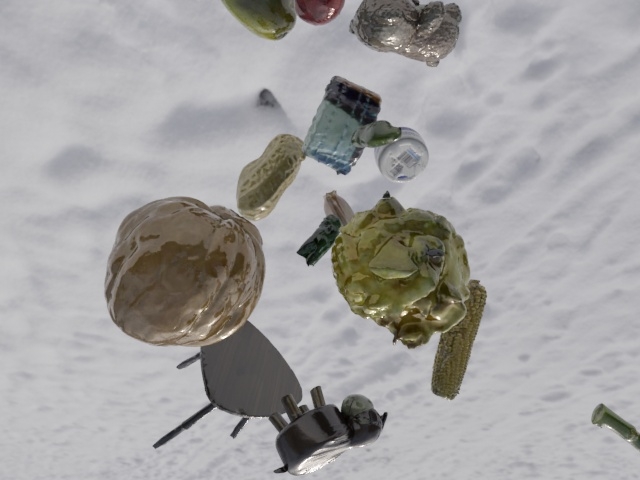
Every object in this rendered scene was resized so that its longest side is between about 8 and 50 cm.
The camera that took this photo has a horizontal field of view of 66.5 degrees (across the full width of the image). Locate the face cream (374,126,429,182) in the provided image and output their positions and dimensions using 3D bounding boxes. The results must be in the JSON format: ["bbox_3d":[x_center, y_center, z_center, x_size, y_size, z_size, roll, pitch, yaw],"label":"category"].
[{"bbox_3d":[0.317,-0.330,1.912,0.206,0.111,0.205,-3,129,-4],"label":"face cream"}]

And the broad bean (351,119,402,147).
[{"bbox_3d":[0.097,-0.199,0.923,0.061,0.195,0.046,-23,102,-4],"label":"broad bean"}]

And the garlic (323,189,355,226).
[{"bbox_3d":[0.099,-0.070,1.936,0.266,0.148,0.128,52,127,6],"label":"garlic"}]

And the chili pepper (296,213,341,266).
[{"bbox_3d":[0.000,-0.001,1.779,0.098,0.224,0.061,29,154,16],"label":"chili pepper"}]

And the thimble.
[{"bbox_3d":[0.049,-0.290,1.252,0.150,0.237,0.237,23,134,-8],"label":"thimble"}]

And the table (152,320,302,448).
[{"bbox_3d":[-0.241,0.388,1.224,0.317,0.317,0.249,35,114,-29],"label":"table"}]

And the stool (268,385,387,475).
[{"bbox_3d":[0.009,0.316,0.836,0.217,0.121,0.125,-21,143,-14],"label":"stool"}]

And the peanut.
[{"bbox_3d":[-0.155,-0.202,1.499,0.152,0.313,0.152,33,168,8],"label":"peanut"}]

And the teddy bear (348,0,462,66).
[{"bbox_3d":[0.205,-0.516,1.176,0.267,0.236,0.151,7,96,-27],"label":"teddy bear"}]

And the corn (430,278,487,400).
[{"bbox_3d":[0.323,0.229,1.152,0.087,0.288,0.086,17,175,1],"label":"corn"}]

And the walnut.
[{"bbox_3d":[-0.243,0.057,0.878,0.285,0.296,0.285,0,93,2],"label":"walnut"}]

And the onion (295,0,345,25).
[{"bbox_3d":[-0.019,-0.864,1.685,0.161,0.248,0.248,-34,142,-23],"label":"onion"}]

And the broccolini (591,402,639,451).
[{"bbox_3d":[0.638,0.425,0.906,0.392,0.079,0.074,37,108,-6],"label":"broccolini"}]

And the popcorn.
[{"bbox_3d":[0.124,0.041,0.716,0.218,0.189,0.169,7,134,-13],"label":"popcorn"}]

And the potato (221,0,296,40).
[{"bbox_3d":[-0.151,-0.586,1.131,0.248,0.169,0.143,53,165,-17],"label":"potato"}]
